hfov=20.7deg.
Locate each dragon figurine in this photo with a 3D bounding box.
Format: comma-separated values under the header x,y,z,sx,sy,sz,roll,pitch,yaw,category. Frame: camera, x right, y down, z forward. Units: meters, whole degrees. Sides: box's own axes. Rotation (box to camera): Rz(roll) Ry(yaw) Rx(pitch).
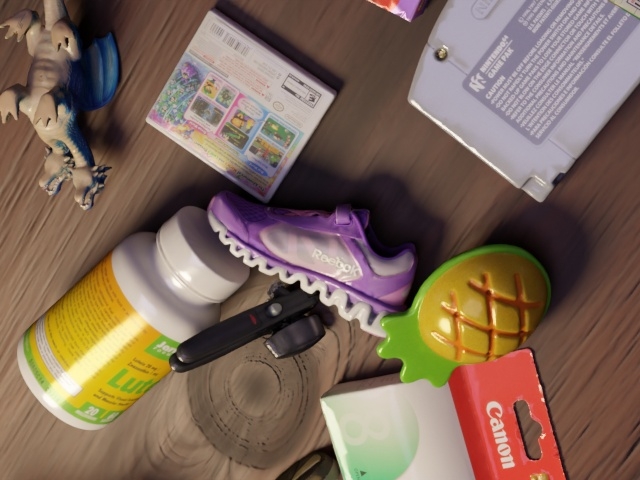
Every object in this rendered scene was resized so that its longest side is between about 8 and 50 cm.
x,y,z,sx,sy,sz,roll,pitch,yaw,category
-0.264,-0.179,1.807,0.085,0.144,0.289,5,88,17,dragon figurine

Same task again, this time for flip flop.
x,y,z,sx,sy,sz,roll,pitch,yaw,category
-0.067,0.338,1.905,0.080,0.112,0.277,41,108,-14,flip flop

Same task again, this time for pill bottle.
x,y,z,sx,sy,sz,roll,pitch,yaw,category
-0.192,0.078,1.835,0.246,0.136,0.136,-41,92,23,pill bottle

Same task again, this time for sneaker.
x,y,z,sx,sy,sz,roll,pitch,yaw,category
0.000,0.000,1.785,0.236,0.095,0.104,28,107,1,sneaker

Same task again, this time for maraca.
x,y,z,sx,sy,sz,roll,pitch,yaw,category
0.144,0.076,1.747,0.186,0.099,0.127,-35,115,11,maraca

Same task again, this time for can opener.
x,y,z,sx,sy,sz,roll,pitch,yaw,category
-0.074,0.091,1.793,0.073,0.186,0.059,55,139,22,can opener

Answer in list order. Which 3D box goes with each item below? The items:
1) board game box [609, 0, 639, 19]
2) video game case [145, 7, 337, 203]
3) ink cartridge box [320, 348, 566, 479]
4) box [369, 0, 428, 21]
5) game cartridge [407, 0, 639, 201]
x,y,z,sx,sy,sz,roll,pitch,yaw,category
0.293,-0.380,1.564,0.213,0.046,0.317,32,99,4,board game box
-0.083,-0.138,1.802,0.157,0.019,0.143,35,113,3,video game case
0.130,0.221,1.829,0.225,0.056,0.181,-12,103,21,ink cartridge box
0.061,-0.383,1.664,0.201,0.057,0.293,28,112,8,box
0.226,-0.207,1.671,0.198,0.062,0.297,41,113,6,game cartridge
